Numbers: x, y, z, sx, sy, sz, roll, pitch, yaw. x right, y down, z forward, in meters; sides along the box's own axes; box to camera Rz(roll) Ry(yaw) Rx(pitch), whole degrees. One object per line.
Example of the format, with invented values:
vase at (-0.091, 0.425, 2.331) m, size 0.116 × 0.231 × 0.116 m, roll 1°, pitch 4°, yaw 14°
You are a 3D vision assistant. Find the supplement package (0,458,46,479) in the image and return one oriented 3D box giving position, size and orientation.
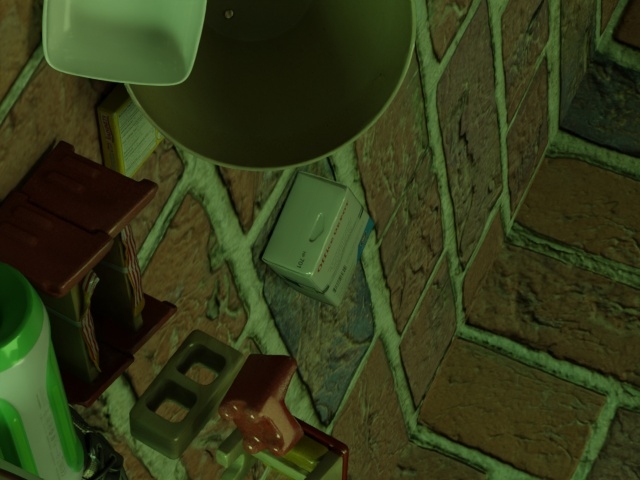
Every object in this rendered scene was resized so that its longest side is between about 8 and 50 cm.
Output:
supplement package at (-0.305, 0.276, 1.400) m, size 0.139 × 0.244 × 0.134 m, roll -55°, pitch 158°, yaw -38°

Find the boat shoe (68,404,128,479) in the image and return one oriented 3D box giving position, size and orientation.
boat shoe at (-0.260, 0.254, 1.756) m, size 0.103 × 0.092 × 0.285 m, roll -61°, pitch 161°, yaw -24°

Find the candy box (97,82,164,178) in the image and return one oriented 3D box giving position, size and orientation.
candy box at (-0.165, -0.161, 1.672) m, size 0.206 × 0.027 × 0.105 m, roll -56°, pitch 156°, yaw -37°

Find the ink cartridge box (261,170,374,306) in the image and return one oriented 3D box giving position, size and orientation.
ink cartridge box at (0.000, 0.000, 2.253) m, size 0.140 × 0.082 × 0.191 m, roll -66°, pitch 161°, yaw -9°

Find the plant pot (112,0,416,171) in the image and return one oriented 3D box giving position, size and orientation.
plant pot at (-0.060, -0.235, 1.574) m, size 0.191 × 0.284 × 0.284 m, roll -104°, pitch -155°, yaw -64°

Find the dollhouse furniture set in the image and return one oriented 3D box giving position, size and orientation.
dollhouse furniture set at (-0.129, 0.089, 1.504) m, size 0.152 × 0.374 × 0.201 m, roll -52°, pitch 158°, yaw -32°

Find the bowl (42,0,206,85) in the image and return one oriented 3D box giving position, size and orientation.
bowl at (-0.176, -0.216, 1.432) m, size 0.053 × 0.142 × 0.142 m, roll -111°, pitch -151°, yaw -63°

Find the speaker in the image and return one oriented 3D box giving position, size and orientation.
speaker at (-0.295, 0.150, 1.480) m, size 0.131 × 0.131 × 0.297 m, roll -57°, pitch 159°, yaw -33°
